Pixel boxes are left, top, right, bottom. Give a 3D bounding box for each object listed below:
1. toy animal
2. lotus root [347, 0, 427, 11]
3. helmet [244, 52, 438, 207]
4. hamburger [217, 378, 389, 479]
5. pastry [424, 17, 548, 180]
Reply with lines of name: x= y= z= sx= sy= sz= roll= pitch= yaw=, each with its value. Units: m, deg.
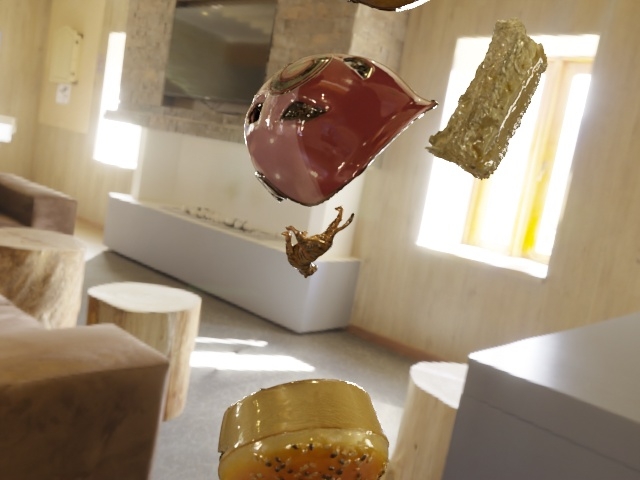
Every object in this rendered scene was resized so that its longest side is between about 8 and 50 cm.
toy animal: x=-0.007 y=0.002 z=1.416 sx=0.114 sy=0.116 sz=0.255 roll=-13 pitch=-14 yaw=-39
lotus root: x=0.085 y=-0.291 z=0.444 sx=0.193 sy=0.193 sz=0.291 roll=13 pitch=53 yaw=10
helmet: x=-0.001 y=-0.145 z=0.703 sx=0.154 sy=0.198 sz=0.253 roll=50 pitch=-19 yaw=-5
hamburger: x=-0.028 y=0.351 z=0.989 sx=0.300 sy=0.176 sz=0.300 roll=-5 pitch=-33 yaw=-3
pastry: x=0.272 y=-0.218 z=0.922 sx=0.121 sy=0.258 sz=0.089 roll=31 pitch=-1 yaw=-44
